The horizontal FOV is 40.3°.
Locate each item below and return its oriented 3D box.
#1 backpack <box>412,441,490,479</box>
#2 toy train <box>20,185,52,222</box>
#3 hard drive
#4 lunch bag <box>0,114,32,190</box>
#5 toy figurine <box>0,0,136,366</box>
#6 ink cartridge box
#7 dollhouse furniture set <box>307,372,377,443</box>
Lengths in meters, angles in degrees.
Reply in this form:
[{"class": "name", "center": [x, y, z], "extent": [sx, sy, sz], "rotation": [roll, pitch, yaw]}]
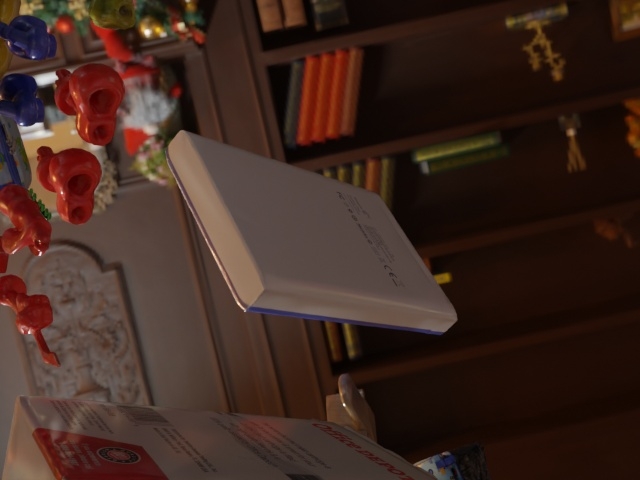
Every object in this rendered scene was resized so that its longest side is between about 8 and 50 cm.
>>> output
[{"class": "backpack", "center": [0.233, 0.460, 1.524], "extent": [0.116, 0.173, 0.158], "rotation": [-6, 159, -40]}, {"class": "toy train", "center": [-0.317, -0.034, 0.963], "extent": [0.017, 0.024, 0.083], "rotation": [10, 159, 4]}, {"class": "hard drive", "center": [0.000, 0.000, 0.937], "extent": [0.318, 0.210, 0.040], "rotation": [13, 128, -48]}, {"class": "lunch bag", "center": [-0.520, -0.110, 1.200], "extent": [0.218, 0.176, 0.090], "rotation": [-9, -156, 0]}, {"class": "toy figurine", "center": [-0.231, -0.106, 0.431], "extent": [0.217, 0.363, 0.191], "rotation": [-2, -144, -35]}, {"class": "ink cartridge box", "center": [-0.071, 0.194, 0.611], "extent": [0.272, 0.114, 0.197], "rotation": [10, 180, -27]}, {"class": "dollhouse furniture set", "center": [-0.111, 0.335, 1.072], "extent": [0.355, 0.174, 0.303], "rotation": [-13, -130, 12]}]
